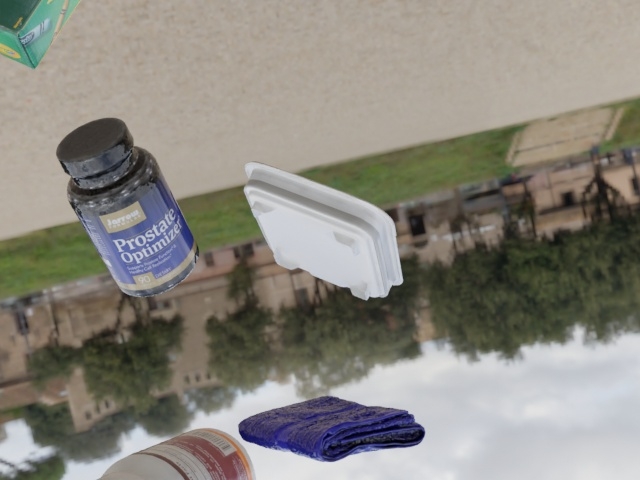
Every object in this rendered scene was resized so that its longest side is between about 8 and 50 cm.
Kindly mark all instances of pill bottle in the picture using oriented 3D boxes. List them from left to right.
[{"bbox_3d":[-0.250,-0.043,1.223,0.123,0.219,0.122,-13,-142,11],"label":"pill bottle"},{"bbox_3d":[-0.300,0.511,1.850,0.224,0.224,0.392,-12,177,21],"label":"pill bottle"}]

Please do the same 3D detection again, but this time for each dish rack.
[{"bbox_3d":[0.000,0.000,1.701,0.286,0.072,0.333,21,160,18],"label":"dish rack"}]

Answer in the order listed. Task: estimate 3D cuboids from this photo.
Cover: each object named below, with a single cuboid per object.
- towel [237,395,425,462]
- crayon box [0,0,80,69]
[{"bbox_3d":[0.012,0.335,1.728,0.228,0.076,0.308,-2,177,-33],"label":"towel"},{"bbox_3d":[-0.350,-0.359,1.131,0.165,0.278,0.081,23,160,7],"label":"crayon box"}]
